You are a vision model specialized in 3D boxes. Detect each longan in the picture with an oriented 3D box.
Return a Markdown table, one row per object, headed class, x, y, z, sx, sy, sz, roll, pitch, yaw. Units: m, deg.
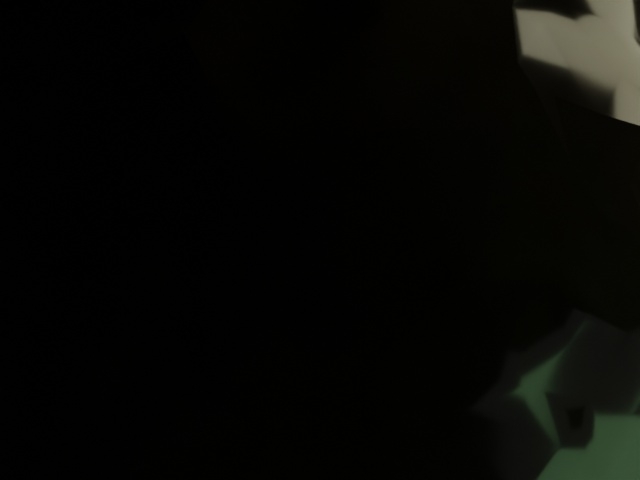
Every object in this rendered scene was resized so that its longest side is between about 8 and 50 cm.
| class | x | y | z | sx | sy | sz | roll | pitch | yaw |
| --- | --- | --- | --- | --- | --- | --- | --- | --- | --- |
| longan | 0.000 | 0.000 | 0.717 | 0.391 | 0.391 | 0.391 | -51 | -178 | 3 |
